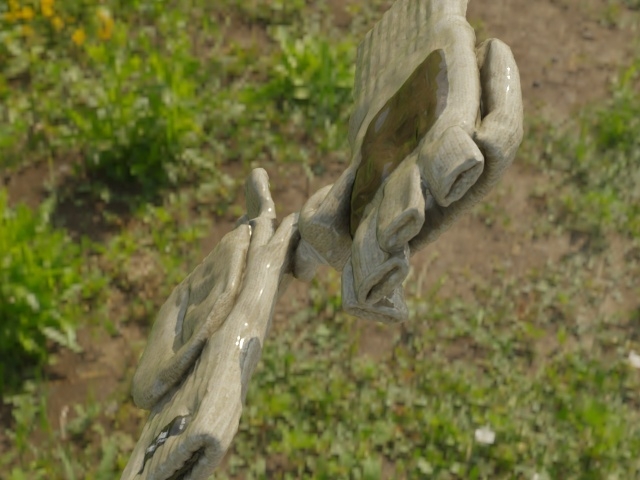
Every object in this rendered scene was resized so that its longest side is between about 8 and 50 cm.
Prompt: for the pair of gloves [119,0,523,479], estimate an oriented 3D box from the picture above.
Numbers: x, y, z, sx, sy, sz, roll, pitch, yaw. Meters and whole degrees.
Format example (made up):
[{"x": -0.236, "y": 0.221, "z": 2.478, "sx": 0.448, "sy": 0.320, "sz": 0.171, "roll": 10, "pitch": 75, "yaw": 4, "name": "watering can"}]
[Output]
[{"x": 0.000, "y": 0.000, "z": 0.610, "sx": 0.042, "sy": 0.240, "sz": 0.204, "roll": 34, "pitch": 24, "yaw": -17, "name": "pair of gloves"}]
